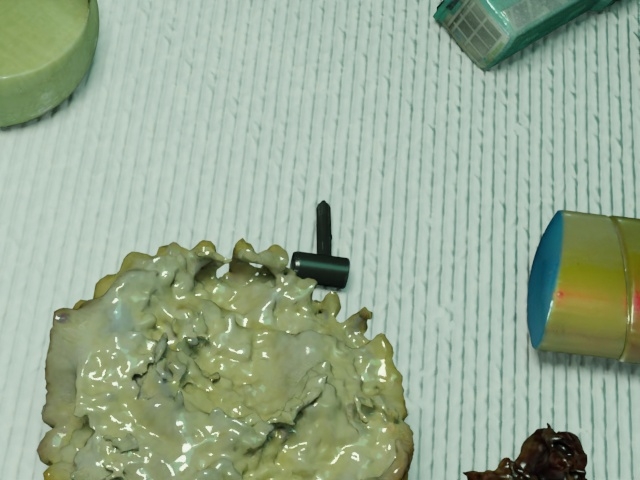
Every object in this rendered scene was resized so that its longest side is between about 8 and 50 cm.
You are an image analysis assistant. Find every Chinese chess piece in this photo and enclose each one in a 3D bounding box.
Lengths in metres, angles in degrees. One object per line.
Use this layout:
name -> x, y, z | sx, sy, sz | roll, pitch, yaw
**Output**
Chinese chess piece -> -0.277, -0.181, 1.296 | 0.188, 0.083, 0.188 | 5, 59, -9

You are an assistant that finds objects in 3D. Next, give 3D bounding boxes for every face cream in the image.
face cream -> 0.308, 0.047, 1.320 | 0.285, 0.067, 0.139 | 7, 55, -11

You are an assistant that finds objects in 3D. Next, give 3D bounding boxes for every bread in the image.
bread -> -0.067, 0.136, 1.111 | 0.274, 0.149, 0.274 | 4, 56, -6

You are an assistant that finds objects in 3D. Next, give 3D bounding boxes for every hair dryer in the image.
hair dryer -> 0.000, 0.000, 1.291 | 0.047, 0.026, 0.083 | 10, 53, -11

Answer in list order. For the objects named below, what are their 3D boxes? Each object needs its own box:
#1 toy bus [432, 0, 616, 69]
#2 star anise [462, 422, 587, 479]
toy bus -> 0.223, -0.258, 1.482 | 0.261, 0.091, 0.109 | -32, 82, -29
star anise -> 0.173, 0.230, 1.136 | 0.190, 0.126, 0.220 | 11, 59, -4
